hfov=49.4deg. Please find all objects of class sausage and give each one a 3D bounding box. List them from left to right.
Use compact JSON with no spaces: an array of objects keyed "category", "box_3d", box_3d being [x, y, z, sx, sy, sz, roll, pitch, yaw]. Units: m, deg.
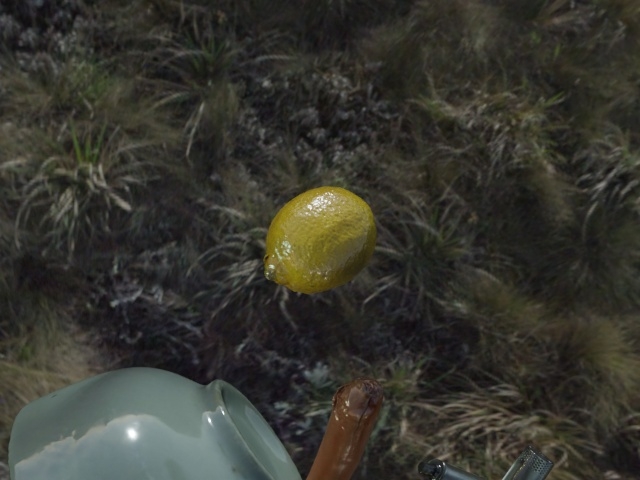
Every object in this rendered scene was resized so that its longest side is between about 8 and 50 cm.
[{"category":"sausage","box_3d":[0.034,0.435,1.408,0.094,0.419,0.094,25,31,13]}]

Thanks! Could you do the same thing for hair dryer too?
[{"category":"hair dryer","box_3d":[0.257,0.509,1.317,0.284,0.156,0.320,22,97,-13]}]

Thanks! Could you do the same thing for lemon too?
[{"category":"lemon","box_3d":[0.000,0.000,1.289,0.257,0.188,0.188,-40,88,-25]}]

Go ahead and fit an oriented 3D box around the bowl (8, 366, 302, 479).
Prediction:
[{"category":"bowl","box_3d":[-0.105,0.212,0.590,0.146,0.289,0.289,-36,87,-3]}]
